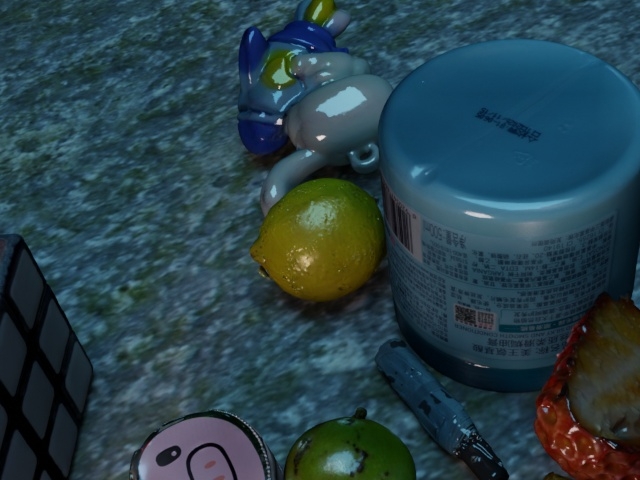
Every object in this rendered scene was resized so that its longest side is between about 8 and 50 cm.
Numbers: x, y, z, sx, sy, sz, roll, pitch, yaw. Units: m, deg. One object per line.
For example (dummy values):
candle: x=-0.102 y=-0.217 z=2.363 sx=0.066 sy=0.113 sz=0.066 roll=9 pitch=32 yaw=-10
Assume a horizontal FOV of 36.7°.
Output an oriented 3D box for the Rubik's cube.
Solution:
Rubik's cube: x=-0.489 y=0.203 z=1.191 sx=0.305 sy=0.301 sz=0.304 roll=-2 pitch=48 yaw=7

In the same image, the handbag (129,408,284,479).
handbag: x=-0.129 y=0.301 z=1.160 sx=0.179 sy=0.116 sz=0.205 roll=-25 pitch=50 yaw=-12

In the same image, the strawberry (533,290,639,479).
strawberry: x=0.350 y=0.221 z=1.099 sx=0.253 sy=0.150 sz=0.280 roll=44 pitch=38 yaw=5

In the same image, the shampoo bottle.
shampoo bottle: x=0.245 y=-0.033 z=1.250 sx=0.331 sy=0.343 sz=0.331 roll=-5 pitch=48 yaw=6

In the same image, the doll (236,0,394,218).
doll: x=-0.009 y=-0.235 z=1.612 sx=0.376 sy=0.187 sz=0.366 roll=-23 pitch=58 yaw=-27

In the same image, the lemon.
lemon: x=0.000 y=0.000 z=1.377 sx=0.206 sy=0.173 sz=0.173 roll=-18 pitch=47 yaw=-9

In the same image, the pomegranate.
pomegranate: x=0.023 y=0.308 z=1.129 sx=0.156 sy=0.156 sz=0.220 roll=19 pitch=85 yaw=25

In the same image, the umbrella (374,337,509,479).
umbrella: x=0.149 y=0.218 z=1.232 sx=0.053 sy=0.052 sz=0.250 roll=-26 pitch=48 yaw=-15

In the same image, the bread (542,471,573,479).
bread: x=0.277 y=0.359 z=1.022 sx=0.158 sy=0.143 sz=0.149 roll=16 pitch=52 yaw=27
